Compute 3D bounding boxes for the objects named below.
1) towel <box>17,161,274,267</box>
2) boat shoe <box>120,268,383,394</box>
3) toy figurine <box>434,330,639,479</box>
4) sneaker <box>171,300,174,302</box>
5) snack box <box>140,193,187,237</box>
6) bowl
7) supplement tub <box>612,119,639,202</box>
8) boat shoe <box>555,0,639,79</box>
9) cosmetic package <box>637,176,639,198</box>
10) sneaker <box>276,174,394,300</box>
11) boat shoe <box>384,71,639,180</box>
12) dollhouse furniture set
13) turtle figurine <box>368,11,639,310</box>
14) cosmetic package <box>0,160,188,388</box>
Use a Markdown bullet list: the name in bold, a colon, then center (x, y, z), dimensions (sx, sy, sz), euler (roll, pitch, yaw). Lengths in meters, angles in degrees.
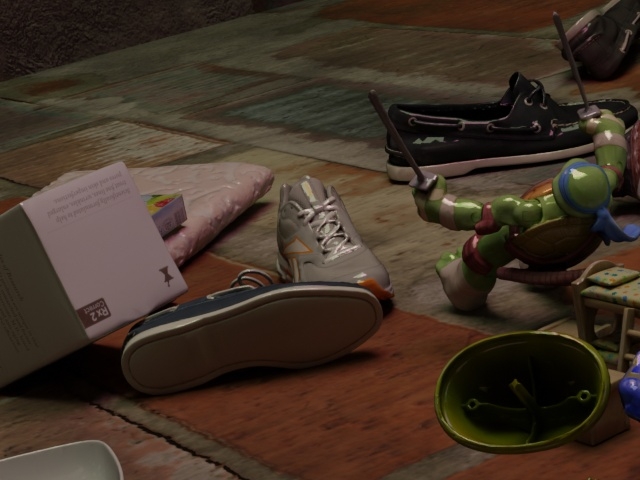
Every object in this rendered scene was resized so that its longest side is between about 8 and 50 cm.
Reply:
- **towel**: center (-0.260, -0.020, 2.227), dimensions (0.316, 0.053, 0.332), euler (-2, 21, 24)
- **boat shoe**: center (-0.067, 0.083, 1.697), dimensions (0.254, 0.095, 0.079), euler (-18, 26, 6)
- **toy figurine**: center (0.288, 0.146, 1.268), dimensions (0.362, 0.191, 0.217), euler (-12, -16, 21)
- **sneaker**: center (-0.219, 0.061, 1.960), dimensions (0.119, 0.047, 0.057), euler (-1, 29, 33)
- **snack box**: center (-0.234, -0.014, 2.053), dimensions (0.100, 0.037, 0.141), euler (-2, 21, 29)
- **bowl**: center (-0.224, 0.215, 1.401), dimensions (0.142, 0.053, 0.142), euler (-14, 16, -11)
- **supplement tub**: center (0.413, -0.090, 1.967), dimensions (0.197, 0.106, 0.106), euler (-6, 16, 18)
- **boat shoe**: center (0.459, -0.319, 2.798), dimensions (0.112, 0.095, 0.335), euler (-43, -4, 27)
- **cosmetic package**: center (0.446, -0.043, 1.579), dimensions (0.230, 0.162, 0.453), euler (7, 16, -4)
- **sneaker**: center (0.000, 0.000, 1.880), dimensions (0.099, 0.121, 0.262), euler (-15, 17, -15)
- **boat shoe**: center (0.247, -0.162, 2.302), dimensions (0.340, 0.113, 0.127), euler (-9, 16, 5)
- **dollhouse furniture set**: center (0.214, 0.083, 1.495), dimensions (0.161, 0.101, 0.182), euler (-20, 19, -32)
- **turtle figurine**: center (0.187, -0.059, 1.683), dimensions (0.198, 0.274, 0.266), euler (-49, -10, -26)
- **cosmetic package**: center (-0.265, 0.037, 1.764), dimensions (0.183, 0.151, 0.151), euler (-27, 1, 41)
